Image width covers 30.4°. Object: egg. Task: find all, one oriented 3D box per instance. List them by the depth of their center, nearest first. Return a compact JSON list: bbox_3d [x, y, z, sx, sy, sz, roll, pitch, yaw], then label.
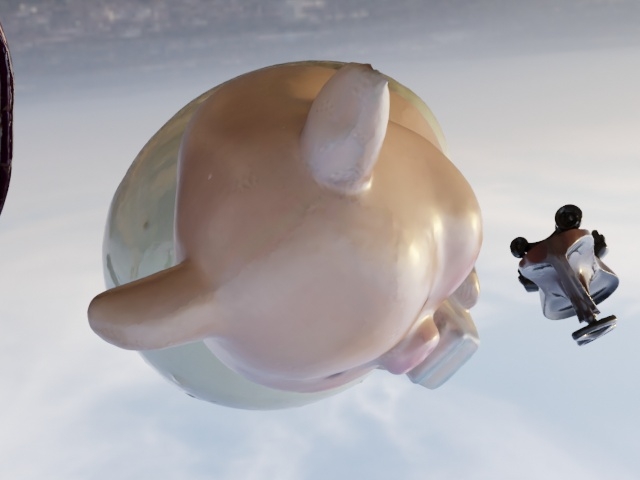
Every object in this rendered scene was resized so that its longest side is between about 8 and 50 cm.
[{"bbox_3d":[-0.030,-0.006,1.016,0.283,0.283,0.345,-9,154,-41],"label":"egg"}]

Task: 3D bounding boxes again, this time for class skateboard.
[{"bbox_3d":[0.162,0.030,0.760,0.067,0.080,0.151,-28,163,12],"label":"skateboard"}]

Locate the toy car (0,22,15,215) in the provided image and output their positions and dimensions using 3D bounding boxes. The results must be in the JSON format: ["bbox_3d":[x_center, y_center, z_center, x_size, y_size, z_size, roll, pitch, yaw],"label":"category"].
[{"bbox_3d":[-0.374,-0.084,0.787,0.240,0.271,0.340,4,-174,18],"label":"toy car"}]

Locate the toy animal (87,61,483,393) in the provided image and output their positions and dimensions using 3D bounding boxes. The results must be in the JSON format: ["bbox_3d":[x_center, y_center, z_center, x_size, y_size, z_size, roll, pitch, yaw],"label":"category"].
[{"bbox_3d":[0.001,0.002,0.705,0.195,0.213,0.256,-45,-162,8],"label":"toy animal"}]
